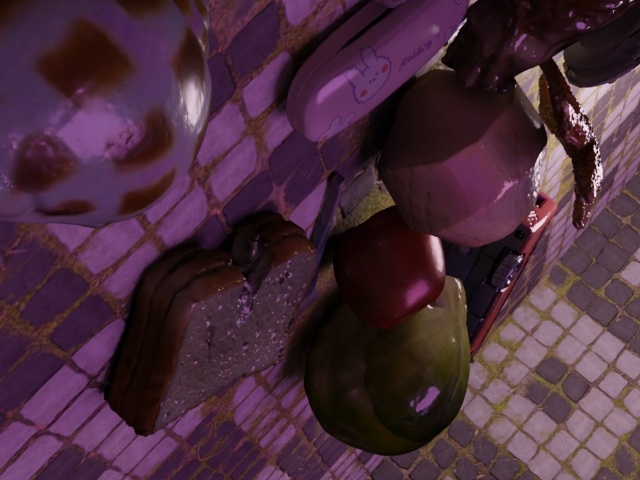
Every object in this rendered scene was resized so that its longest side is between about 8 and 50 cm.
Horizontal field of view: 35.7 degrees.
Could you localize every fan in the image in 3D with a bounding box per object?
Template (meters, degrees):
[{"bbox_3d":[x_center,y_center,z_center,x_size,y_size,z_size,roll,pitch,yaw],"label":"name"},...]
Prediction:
[{"bbox_3d":[0.000,0.000,1.493,0.057,0.023,0.282,-31,154,-38],"label":"fan"}]

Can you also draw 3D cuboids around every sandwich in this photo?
[{"bbox_3d":[-0.131,0.095,1.282,0.273,0.095,0.249,-25,144,-47],"label":"sandwich"}]

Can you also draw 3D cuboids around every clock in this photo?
[{"bbox_3d":[0.411,-0.311,1.343,0.236,0.053,0.236,-45,-158,24],"label":"clock"}]

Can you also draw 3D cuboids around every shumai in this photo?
[{"bbox_3d":[0.309,-0.311,1.281,0.346,0.217,0.283,-59,173,-65],"label":"shumai"}]

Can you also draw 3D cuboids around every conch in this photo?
[{"bbox_3d":[-0.200,-0.095,0.674,0.249,0.197,0.368,-23,172,38],"label":"conch"}]

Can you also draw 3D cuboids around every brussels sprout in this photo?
[{"bbox_3d":[0.130,0.210,1.753,0.289,0.281,0.355,12,100,-50],"label":"brussels sprout"}]

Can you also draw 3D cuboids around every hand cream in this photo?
[{"bbox_3d":[0.193,-0.297,1.391,0.093,0.019,0.030,-40,157,-31],"label":"hand cream"}]

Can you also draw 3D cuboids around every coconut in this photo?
[{"bbox_3d":[0.201,-0.129,1.422,0.259,0.259,0.259,-42,158,-22],"label":"coconut"}]

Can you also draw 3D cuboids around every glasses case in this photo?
[{"bbox_3d":[0.074,-0.228,1.178,0.297,0.075,0.113,-43,156,-22],"label":"glasses case"}]

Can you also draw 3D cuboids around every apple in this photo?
[{"bbox_3d":[0.111,0.039,1.549,0.181,0.168,0.181,-28,168,-7],"label":"apple"}]

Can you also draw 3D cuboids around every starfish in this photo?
[{"bbox_3d":[0.342,-0.144,1.349,0.060,0.299,0.302,-14,-170,10],"label":"starfish"}]

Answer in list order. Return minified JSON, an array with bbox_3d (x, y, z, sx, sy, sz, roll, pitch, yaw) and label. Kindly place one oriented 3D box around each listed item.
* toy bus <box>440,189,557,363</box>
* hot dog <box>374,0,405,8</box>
[{"bbox_3d":[0.272,0.073,1.926,0.233,0.203,0.427,-31,150,-52],"label":"toy bus"},{"bbox_3d":[0.063,-0.305,1.055,0.191,0.059,0.108,-8,125,-53],"label":"hot dog"}]
